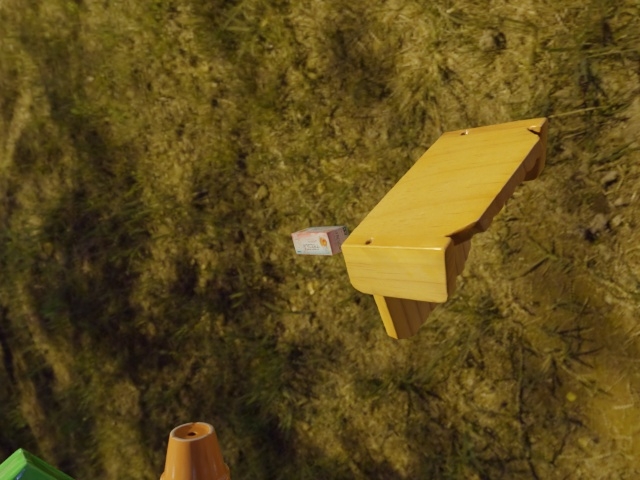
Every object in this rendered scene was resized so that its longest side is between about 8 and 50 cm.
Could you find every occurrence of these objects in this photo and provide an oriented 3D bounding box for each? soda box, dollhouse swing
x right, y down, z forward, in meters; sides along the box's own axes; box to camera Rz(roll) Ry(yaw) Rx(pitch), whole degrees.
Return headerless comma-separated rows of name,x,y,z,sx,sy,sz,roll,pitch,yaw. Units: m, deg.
soda box,0.000,0.000,1.451,0.183,0.062,0.058,1,108,60
dollhouse swing,0.261,0.015,1.071,0.315,0.347,0.305,2,130,51

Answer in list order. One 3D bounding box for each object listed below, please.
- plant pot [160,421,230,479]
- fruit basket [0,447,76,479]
plant pot,-0.371,0.648,1.725,0.205,0.205,0.188,4,99,45
fruit basket,-0.469,0.569,0.921,0.283,0.391,0.392,-18,94,59
